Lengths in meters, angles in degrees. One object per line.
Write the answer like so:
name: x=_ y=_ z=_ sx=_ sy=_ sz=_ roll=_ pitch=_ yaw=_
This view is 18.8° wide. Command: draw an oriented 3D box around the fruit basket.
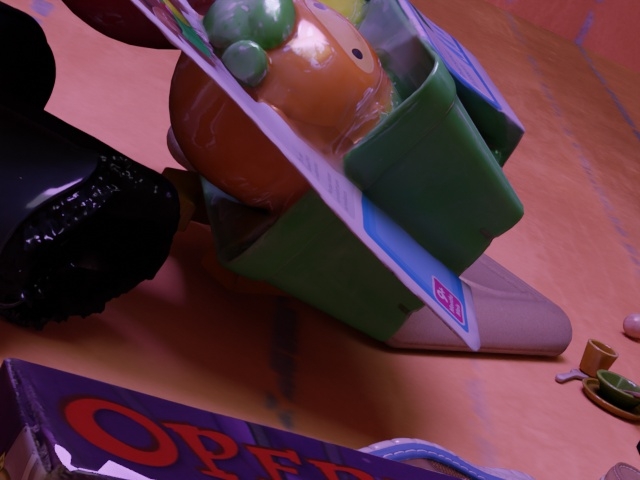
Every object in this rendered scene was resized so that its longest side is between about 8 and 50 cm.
fruit basket: x=-0.044 y=-0.128 z=1.035 sx=0.353 sy=0.165 sz=0.327 roll=50 pitch=8 yaw=-22

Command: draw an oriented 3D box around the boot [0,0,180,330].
boot: x=-0.154 y=-0.041 z=0.979 sx=0.207 sy=0.094 sz=0.246 roll=30 pitch=19 yaw=20

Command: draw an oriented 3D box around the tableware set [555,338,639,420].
tableware set: x=0.230 y=0.110 z=1.234 sx=0.154 sy=0.024 sz=0.104 roll=31 pitch=16 yaw=21

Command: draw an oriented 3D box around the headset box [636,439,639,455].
headset box: x=0.305 y=0.172 z=0.855 sx=0.246 sy=0.131 sz=0.283 roll=21 pitch=29 yaw=-19

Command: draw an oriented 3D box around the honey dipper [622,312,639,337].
honey dipper: x=0.284 y=0.069 z=1.449 sx=0.161 sy=0.030 sz=0.030 roll=10 pitch=21 yaw=-41

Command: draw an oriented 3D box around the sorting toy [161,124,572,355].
sorting toy: x=0.000 y=0.000 z=1.216 sx=0.307 sy=0.041 sz=0.229 roll=7 pitch=28 yaw=-50

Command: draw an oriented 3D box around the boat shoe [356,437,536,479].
boat shoe: x=0.060 y=0.128 z=0.812 sx=0.183 sy=0.066 sz=0.066 roll=8 pitch=24 yaw=-48

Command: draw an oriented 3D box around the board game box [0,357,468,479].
board game box: x=0.055 y=0.162 z=0.417 sx=0.347 sy=0.208 sz=0.056 roll=19 pitch=13 yaw=-27

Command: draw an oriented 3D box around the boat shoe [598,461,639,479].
boat shoe: x=0.190 y=0.149 z=0.992 sx=0.050 sy=0.045 sz=0.135 roll=17 pitch=18 yaw=-32
